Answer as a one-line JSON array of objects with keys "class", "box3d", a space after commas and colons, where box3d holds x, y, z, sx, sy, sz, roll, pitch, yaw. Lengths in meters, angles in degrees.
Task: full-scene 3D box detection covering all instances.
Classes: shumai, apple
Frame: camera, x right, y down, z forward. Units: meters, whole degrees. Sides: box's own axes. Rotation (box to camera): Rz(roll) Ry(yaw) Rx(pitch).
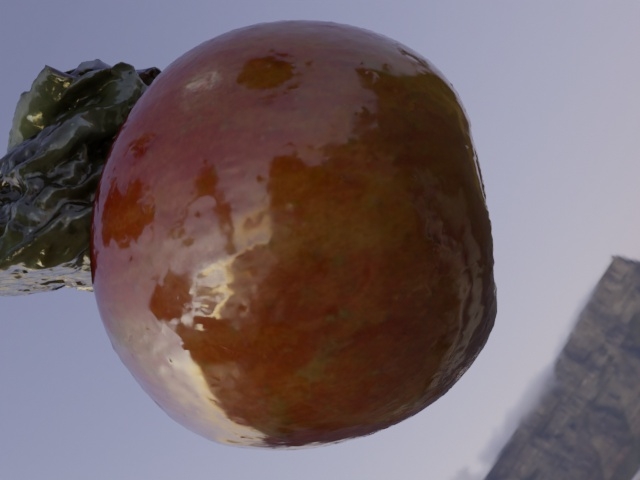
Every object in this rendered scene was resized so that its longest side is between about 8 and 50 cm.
[{"class": "shumai", "box3d": [-0.223, -0.059, 0.780, 0.189, 0.256, 0.218, 7, -100, -26]}, {"class": "apple", "box3d": [0.000, 0.000, 0.602, 0.301, 0.301, 0.301, -40, -29, -28]}]
